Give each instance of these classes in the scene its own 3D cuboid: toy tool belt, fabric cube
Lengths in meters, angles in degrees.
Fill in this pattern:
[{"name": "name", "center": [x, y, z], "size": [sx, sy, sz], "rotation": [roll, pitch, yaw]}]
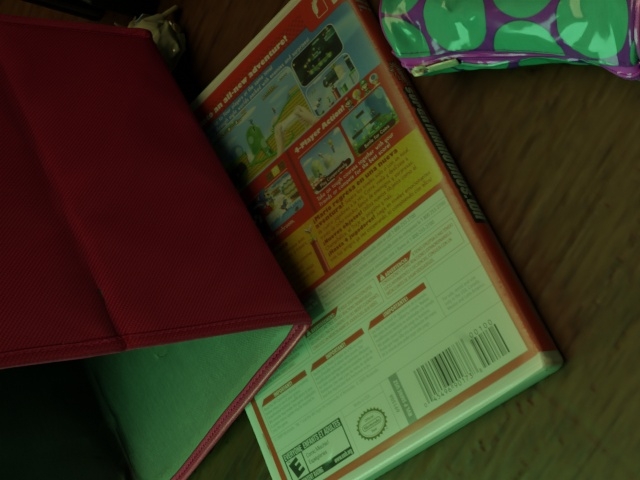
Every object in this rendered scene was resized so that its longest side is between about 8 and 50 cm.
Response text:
[{"name": "toy tool belt", "center": [-0.137, -0.139, 0.705], "size": [0.083, 0.052, 0.051], "rotation": [-33, 35, 30]}, {"name": "fabric cube", "center": [-0.212, 0.033, 0.589], "size": [0.254, 0.259, 0.258], "rotation": [-52, 57, 38]}]

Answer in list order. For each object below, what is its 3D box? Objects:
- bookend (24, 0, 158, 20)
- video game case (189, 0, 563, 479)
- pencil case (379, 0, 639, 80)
[{"name": "bookend", "center": [-0.132, -0.228, 0.686], "size": [0.156, 0.072, 0.157], "rotation": [27, 104, 38]}, {"name": "video game case", "center": [0.000, 0.000, 0.588], "size": [0.204, 0.025, 0.285], "rotation": [-39, 63, 31]}, {"name": "pencil case", "center": [0.107, -0.114, 0.483], "size": [0.152, 0.064, 0.070], "rotation": [8, 76, 40]}]
